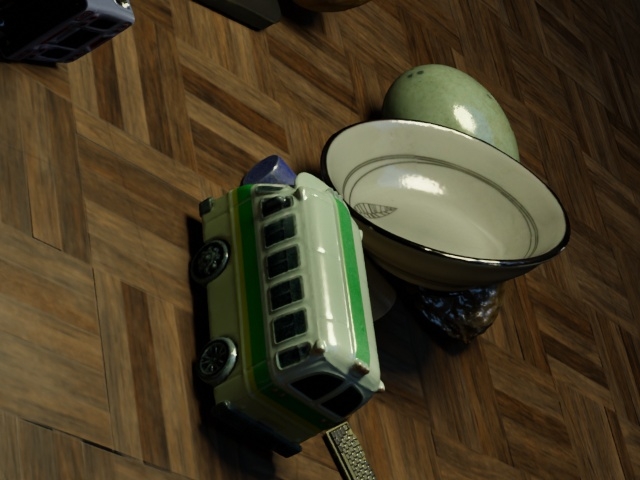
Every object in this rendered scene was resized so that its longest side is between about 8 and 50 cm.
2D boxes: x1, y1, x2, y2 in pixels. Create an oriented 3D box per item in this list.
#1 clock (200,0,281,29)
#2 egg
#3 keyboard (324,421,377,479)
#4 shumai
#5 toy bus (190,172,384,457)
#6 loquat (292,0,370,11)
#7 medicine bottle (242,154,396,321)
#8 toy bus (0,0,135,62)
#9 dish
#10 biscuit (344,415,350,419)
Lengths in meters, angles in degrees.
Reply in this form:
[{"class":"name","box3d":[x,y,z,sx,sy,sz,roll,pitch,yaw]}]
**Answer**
[{"class":"clock","box3d":[-0.160,-0.416,2.135,0.279,0.049,0.273,18,49,-55]},{"class":"egg","box3d":[0.178,-0.130,2.321,0.236,0.169,0.169,62,26,0]},{"class":"keyboard","box3d":[0.045,0.262,1.863,0.049,0.015,0.129,-14,77,-63]},{"class":"shumai","box3d":[0.202,0.019,2.207,0.206,0.176,0.166,57,26,-14]},{"class":"toy bus","box3d":[-0.031,0.063,1.754,0.134,0.165,0.276,37,36,-42]},{"class":"loquat","box3d":[0.023,-0.414,2.261,0.193,0.238,0.238,53,26,-28]},{"class":"medicine bottle","box3d":[0.000,0.000,1.994,0.231,0.059,0.059,50,28,-23]},{"class":"toy bus","box3d":[-0.296,-0.330,1.715,0.133,0.125,0.292,4,62,-62]},{"class":"dish","box3d":[0.139,-0.023,2.053,0.316,0.106,0.316,13,33,-8]},{"class":"biscuit","box3d":[0.004,0.106,1.926,0.144,0.033,0.224,20,48,-53]}]
